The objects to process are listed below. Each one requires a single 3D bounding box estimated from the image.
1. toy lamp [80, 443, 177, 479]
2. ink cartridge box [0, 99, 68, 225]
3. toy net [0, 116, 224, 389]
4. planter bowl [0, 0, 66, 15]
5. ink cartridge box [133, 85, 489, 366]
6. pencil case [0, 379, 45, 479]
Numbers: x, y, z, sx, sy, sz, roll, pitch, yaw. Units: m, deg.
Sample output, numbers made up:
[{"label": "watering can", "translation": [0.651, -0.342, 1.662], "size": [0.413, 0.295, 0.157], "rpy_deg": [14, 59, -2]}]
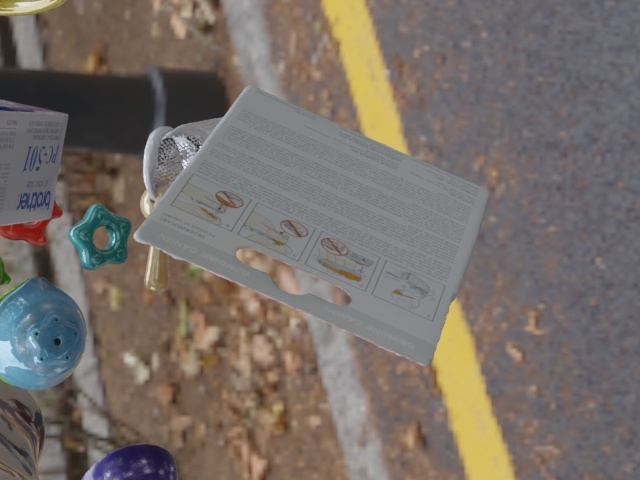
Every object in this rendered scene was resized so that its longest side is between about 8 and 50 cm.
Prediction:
[{"label": "toy lamp", "translation": [-0.077, 0.253, 0.929], "size": [0.275, 0.080, 0.080], "rpy_deg": [60, 138, 41]}, {"label": "ink cartridge box", "translation": [-0.165, -0.031, 0.489], "size": [0.207, 0.097, 0.046], "rpy_deg": [-18, -61, -79]}, {"label": "toy net", "translation": [-0.138, -0.013, 0.961], "size": [0.122, 0.232, 0.045], "rpy_deg": [53, 155, -23]}, {"label": "planter bowl", "translation": [-0.212, -0.234, 0.844], "size": [0.217, 0.217, 0.090], "rpy_deg": [-33, 28, 57]}, {"label": "ink cartridge box", "translation": [0.000, 0.000, 0.723], "size": [0.179, 0.145, 0.045], "rpy_deg": [-62, -5, -57]}, {"label": "pencil case", "translation": [-0.325, 0.239, 1.385], "size": [0.183, 0.160, 0.410], "rpy_deg": [52, 176, -16]}]
